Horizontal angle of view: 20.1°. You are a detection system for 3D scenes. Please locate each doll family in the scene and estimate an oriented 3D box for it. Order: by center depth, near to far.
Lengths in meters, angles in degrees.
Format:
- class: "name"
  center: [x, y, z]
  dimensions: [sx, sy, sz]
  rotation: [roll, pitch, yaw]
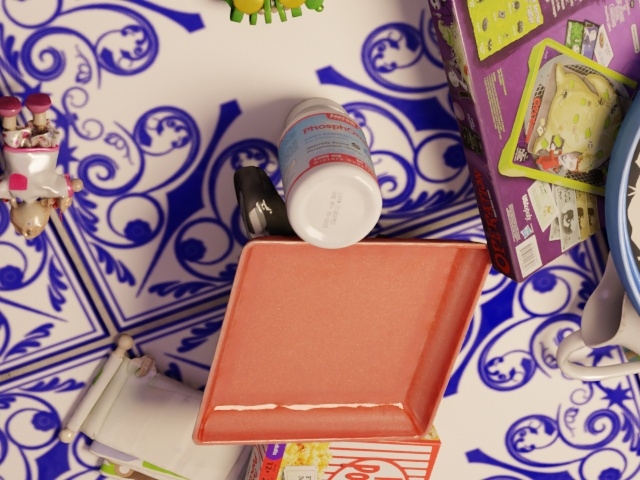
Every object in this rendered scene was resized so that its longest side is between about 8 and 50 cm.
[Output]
- class: "doll family"
  center: [-0.362, -0.058, 1.687]
  dimensions: [0.263, 0.118, 0.163]
  rotation: [-8, 117, -23]

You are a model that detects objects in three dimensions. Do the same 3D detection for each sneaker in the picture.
- class: "sneaker"
  center: [0.000, 0.000, 1.776]
  dimensions: [0.132, 0.086, 0.229]
  rotation: [-19, 132, -1]

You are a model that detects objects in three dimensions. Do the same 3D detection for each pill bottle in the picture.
- class: "pill bottle"
  center: [0.005, -0.068, 1.679]
  dimensions: [0.087, 0.160, 0.087]
  rotation: [-3, 122, -5]

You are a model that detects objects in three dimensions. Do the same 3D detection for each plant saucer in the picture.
- class: "plant saucer"
  center: [0.015, 0.091, 1.770]
  dimensions: [0.258, 0.048, 0.259]
  rotation: [1, 127, -21]

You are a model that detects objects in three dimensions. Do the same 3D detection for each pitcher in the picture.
- class: "pitcher"
  center: [0.361, 0.100, 1.854]
  dimensions: [0.207, 0.125, 0.178]
  rotation: [15, 138, -18]

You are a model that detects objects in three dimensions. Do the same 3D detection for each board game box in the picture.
- class: "board game box"
  center: [0.213, -0.154, 1.666]
  dimensions: [0.208, 0.056, 0.347]
  rotation: [-29, 124, -20]
- class: "board game box"
  center: [0.017, 0.257, 1.937]
  dimensions: [0.193, 0.045, 0.147]
  rotation: [4, 121, -18]

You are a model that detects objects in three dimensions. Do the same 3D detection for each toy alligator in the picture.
- class: "toy alligator"
  center: [-0.020, -0.225, 1.641]
  dimensions: [0.189, 0.056, 0.051]
  rotation: [-7, 122, -3]

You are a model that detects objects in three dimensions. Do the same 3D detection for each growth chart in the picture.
- class: "growth chart"
  center: [-0.156, 0.212, 1.914]
  dimensions: [0.237, 0.021, 0.172]
  rotation: [30, 114, -22]

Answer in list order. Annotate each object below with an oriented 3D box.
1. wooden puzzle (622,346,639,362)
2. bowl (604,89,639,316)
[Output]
- class: "wooden puzzle"
  center: [0.348, 0.112, 1.923]
  dimensions: [0.049, 0.006, 0.083]
  rotation: [-24, 121, 8]
- class: "bowl"
  center: [0.453, -0.042, 1.727]
  dimensions: [0.391, 0.077, 0.391]
  rotation: [-2, 100, -14]
